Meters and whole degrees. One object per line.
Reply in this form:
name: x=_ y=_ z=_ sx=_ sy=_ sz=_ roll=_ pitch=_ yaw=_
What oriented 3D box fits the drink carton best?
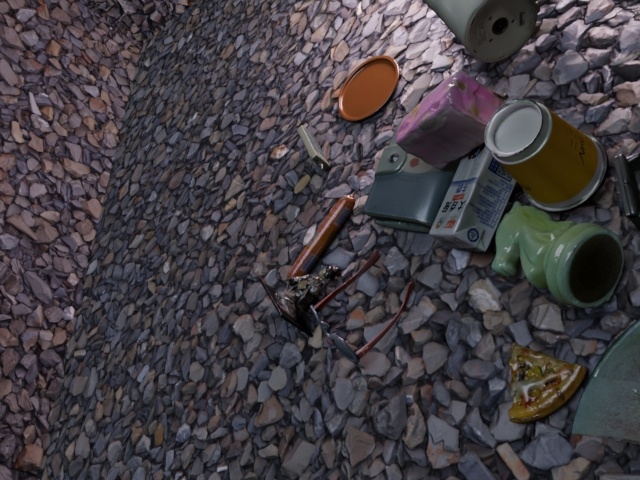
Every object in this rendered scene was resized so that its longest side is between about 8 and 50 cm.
drink carton: x=0.386 y=-0.131 z=1.475 sx=0.315 sy=0.106 sz=0.130 roll=-64 pitch=14 yaw=-7

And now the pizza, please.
pizza: x=0.446 y=0.270 z=1.257 sx=0.184 sy=0.036 sz=0.176 roll=-35 pitch=46 yaw=24

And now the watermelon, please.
watermelon: x=0.604 y=0.244 z=0.998 sx=0.387 sy=0.228 sz=0.258 roll=-39 pitch=52 yaw=8

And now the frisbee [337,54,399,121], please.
frisbee: x=0.157 y=-0.500 z=2.018 sx=0.250 sy=0.021 sz=0.251 roll=-24 pitch=50 yaw=33

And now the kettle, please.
kettle: x=0.455 y=-0.679 z=1.696 sx=0.265 sy=0.205 sz=0.318 roll=-44 pitch=40 yaw=20

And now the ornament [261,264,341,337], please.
ornament: x=-0.033 y=0.133 z=1.747 sx=0.196 sy=0.153 sz=0.166 roll=-43 pitch=43 yaw=4

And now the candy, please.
candy: x=0.311 y=-0.287 z=1.486 sx=0.265 sy=0.155 sz=0.116 roll=-31 pitch=38 yaw=65

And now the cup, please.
cup: x=0.482 y=-0.183 z=1.315 sx=0.196 sy=0.279 sz=0.197 roll=-23 pitch=56 yaw=39

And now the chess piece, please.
chess piece: x=0.476 y=0.021 z=1.312 sx=0.176 sy=0.175 sz=0.298 roll=-58 pitch=28 yaw=1

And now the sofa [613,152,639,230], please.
sofa: x=0.651 y=-0.104 z=1.242 sx=0.060 sy=0.085 sz=0.147 roll=-22 pitch=52 yaw=39

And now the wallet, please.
wallet: x=0.266 y=-0.204 z=1.689 sx=0.252 sy=0.083 sz=0.361 roll=10 pitch=72 yaw=41

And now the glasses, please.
glasses: x=0.119 y=0.184 z=1.634 sx=0.268 sy=0.118 sz=0.234 roll=-38 pitch=39 yaw=-7

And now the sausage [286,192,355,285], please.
sausage: x=0.000 y=0.000 z=1.846 sx=0.348 sy=0.053 sz=0.053 roll=-55 pitch=41 yaw=5

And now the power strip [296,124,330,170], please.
power strip: x=-0.023 y=-0.306 z=2.034 sx=0.029 sy=0.080 sz=0.227 roll=-38 pitch=45 yaw=15
